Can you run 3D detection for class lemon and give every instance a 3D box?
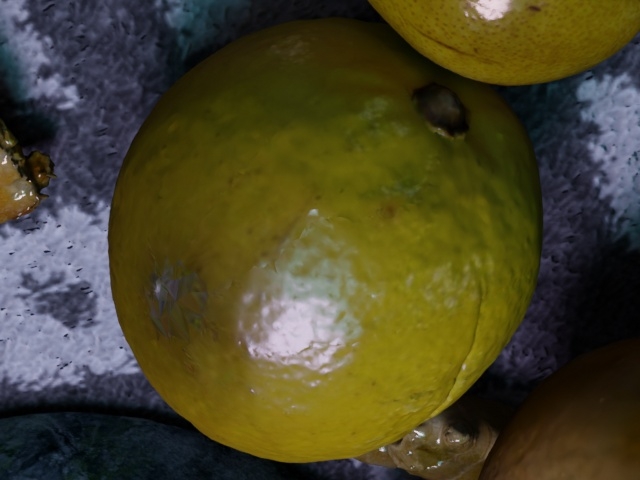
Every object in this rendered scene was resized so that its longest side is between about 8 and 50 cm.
[{"bbox_3d":[0.000,0.000,1.297,0.297,0.297,0.297,2,127,3],"label":"lemon"}]

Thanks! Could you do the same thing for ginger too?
[{"bbox_3d":[0.119,0.156,1.529,0.206,0.081,0.115,12,139,-5],"label":"ginger"}]

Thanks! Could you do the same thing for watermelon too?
[{"bbox_3d":[-0.177,0.289,1.584,0.387,0.228,0.258,3,137,-9],"label":"watermelon"}]

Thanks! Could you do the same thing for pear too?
[{"bbox_3d":[0.108,-0.197,1.185,0.209,0.209,0.208,2,127,3],"label":"pear"}]

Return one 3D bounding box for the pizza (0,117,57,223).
[{"bbox_3d":[-0.299,-0.065,1.382,0.226,0.086,0.335,10,140,-19],"label":"pizza"}]

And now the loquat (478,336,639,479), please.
[{"bbox_3d":[0.253,0.218,1.341,0.329,0.328,0.328,2,127,3],"label":"loquat"}]
